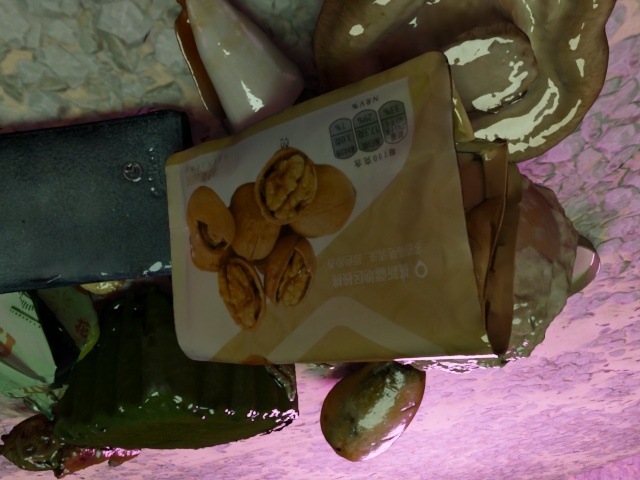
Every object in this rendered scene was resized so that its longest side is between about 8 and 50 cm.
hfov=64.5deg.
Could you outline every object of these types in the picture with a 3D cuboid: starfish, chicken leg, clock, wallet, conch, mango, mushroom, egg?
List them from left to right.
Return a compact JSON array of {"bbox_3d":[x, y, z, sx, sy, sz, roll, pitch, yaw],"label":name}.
[{"bbox_3d":[-0.320,-0.031,0.570,0.380,0.046,0.190,-7,102,2],"label":"wallet"},{"bbox_3d":[-0.538,0.468,1.180,0.212,0.140,0.361,-4,157,31],"label":"chicken leg"},{"bbox_3d":[-0.085,-0.162,0.485,0.176,0.104,0.094,35,97,-36],"label":"conch"},{"bbox_3d":[-0.062,0.139,0.817,0.208,0.176,0.053,48,147,-6],"label":"starfish"},{"bbox_3d":[0.120,0.352,1.119,0.177,0.176,0.329,-3,131,-57],"label":"mango"},{"bbox_3d":[0.151,0.029,0.629,0.311,0.279,0.279,-17,141,23],"label":"egg"},{"bbox_3d":[0.133,-0.172,0.455,0.279,0.146,0.278,-2,135,-2],"label":"mushroom"},{"bbox_3d":[0.364,0.068,0.890,0.235,0.029,0.234,-4,142,-3],"label":"clock"}]

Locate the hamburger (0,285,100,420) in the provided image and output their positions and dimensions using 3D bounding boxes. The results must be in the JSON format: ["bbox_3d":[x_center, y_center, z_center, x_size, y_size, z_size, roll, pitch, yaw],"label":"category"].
[{"bbox_3d":[-0.426,0.148,0.749,0.214,0.125,0.235,-25,102,25],"label":"hamburger"}]

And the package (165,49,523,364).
[{"bbox_3d":[0.020,-0.003,0.479,0.312,0.221,0.165,-13,170,36],"label":"package"}]

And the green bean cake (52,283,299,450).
[{"bbox_3d":[-0.240,0.234,0.879,0.335,0.217,0.319,-22,147,28],"label":"green bean cake"}]

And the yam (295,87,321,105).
[{"bbox_3d":[-0.054,-0.098,0.589,0.169,0.068,0.068,-34,134,31],"label":"yam"}]

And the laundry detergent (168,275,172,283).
[{"bbox_3d":[-0.106,0.069,0.746,0.222,0.144,0.078,24,167,-17],"label":"laundry detergent"}]

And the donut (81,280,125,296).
[{"bbox_3d":[-0.259,0.000,0.664,0.217,0.085,0.141,-22,139,21],"label":"donut"}]
